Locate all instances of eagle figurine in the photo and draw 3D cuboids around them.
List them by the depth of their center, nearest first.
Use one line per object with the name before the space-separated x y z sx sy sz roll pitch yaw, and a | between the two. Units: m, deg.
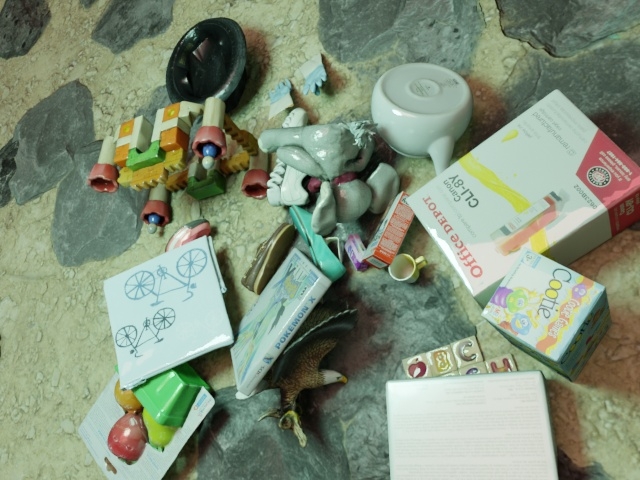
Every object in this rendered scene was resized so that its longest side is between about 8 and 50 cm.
eagle figurine | -0.031 0.270 1.275 0.226 0.225 0.298 15 92 40

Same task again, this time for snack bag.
snack bag | -0.392 0.180 1.467 0.323 0.037 0.343 -24 58 1

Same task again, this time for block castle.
block castle | -0.391 -0.188 1.585 0.453 0.303 0.213 -12 59 25

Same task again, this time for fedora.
fedora | -0.324 -0.519 1.762 0.334 0.152 0.334 -9 71 26

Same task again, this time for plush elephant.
plush elephant | 0.039 -0.155 1.377 0.330 0.271 0.255 15 113 60

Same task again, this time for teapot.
teapot | 0.233 -0.290 1.354 0.252 0.187 0.256 19 53 15

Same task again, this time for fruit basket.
fruit basket | -0.455 0.458 1.467 0.327 0.165 0.353 34 97 34

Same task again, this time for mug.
mug | 0.203 0.070 1.292 0.078 0.064 0.062 0 71 29

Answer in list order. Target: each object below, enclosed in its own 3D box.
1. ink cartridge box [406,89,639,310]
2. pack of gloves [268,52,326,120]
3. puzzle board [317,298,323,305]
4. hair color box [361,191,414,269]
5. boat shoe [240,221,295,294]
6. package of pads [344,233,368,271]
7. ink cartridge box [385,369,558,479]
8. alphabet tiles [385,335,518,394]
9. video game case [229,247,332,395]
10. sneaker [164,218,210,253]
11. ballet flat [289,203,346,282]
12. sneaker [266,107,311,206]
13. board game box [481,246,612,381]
ink cartridge box | 0.416 -0.073 1.170 0.384 0.160 0.279 -37 58 12
pack of gloves | -0.060 -0.431 1.624 0.195 0.046 0.232 -32 32 17
puzzle board | -0.050 0.168 1.428 0.128 0.011 0.096 -15 63 23
hair color box | 0.163 -0.022 1.315 0.053 0.093 0.167 30 74 -5
boat shoe | -0.143 0.039 1.492 0.073 0.073 0.207 28 86 32
package of pads | 0.090 0.030 1.379 0.032 0.050 0.083 -14 57 -20
ink cartridge box | 0.290 0.452 1.071 0.308 0.091 0.385 -10 69 23
alphabet tiles | 0.290 0.382 1.154 0.285 0.011 0.343 -24 61 20
video game case | -0.109 0.171 1.324 0.300 0.036 0.329 -54 16 0
sneaker | -0.391 0.086 1.612 0.136 0.116 0.314 36 90 14
ballet flat | 0.000 0.000 1.435 0.087 0.083 0.247 -21 59 -7
sneaker | -0.060 -0.223 1.543 0.118 0.110 0.292 7 73 13
board game box | 0.415 0.142 1.018 0.142 0.275 0.144 33 88 34
